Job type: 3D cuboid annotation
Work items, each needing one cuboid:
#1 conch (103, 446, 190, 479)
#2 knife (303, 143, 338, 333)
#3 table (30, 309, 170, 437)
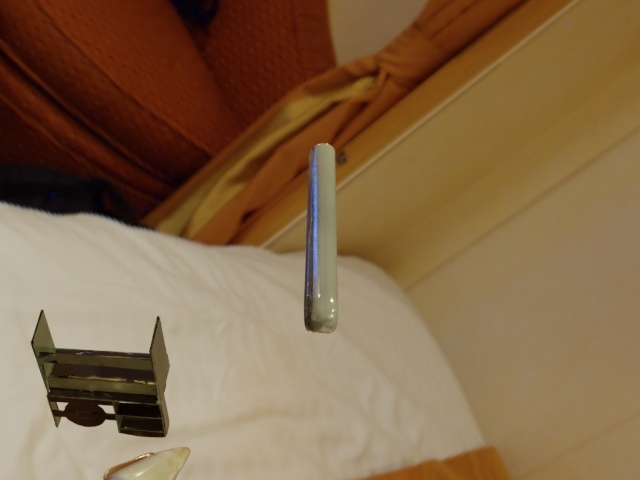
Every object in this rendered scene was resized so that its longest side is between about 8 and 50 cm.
[{"bbox_3d":[-0.286,0.380,1.686,0.094,0.104,0.176,44,45,-11],"label":"conch"},{"bbox_3d":[0.000,-0.002,1.298,0.073,0.041,0.265,93,-2,-57],"label":"knife"},{"bbox_3d":[-0.265,0.166,1.287,0.175,0.146,0.062,90,5,-46],"label":"table"}]
